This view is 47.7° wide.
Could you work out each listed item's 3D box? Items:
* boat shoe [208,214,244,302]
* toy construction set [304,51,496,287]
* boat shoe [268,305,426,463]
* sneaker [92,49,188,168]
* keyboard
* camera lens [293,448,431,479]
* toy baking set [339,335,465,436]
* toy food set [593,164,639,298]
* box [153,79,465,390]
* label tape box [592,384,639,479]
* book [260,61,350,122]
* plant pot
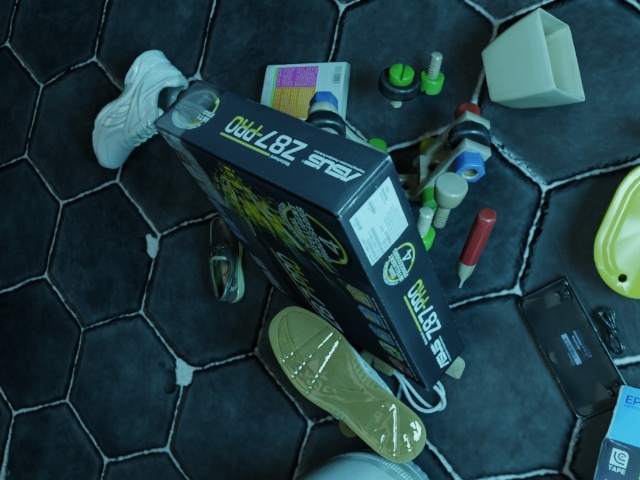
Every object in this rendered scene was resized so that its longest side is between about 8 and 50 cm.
[{"bbox_3d":[-0.161,0.029,1.214,0.056,0.049,0.152,-17,80,26],"label":"boat shoe"},{"bbox_3d":[0.112,-0.058,1.009,0.237,0.257,0.309,98,150,-51],"label":"toy construction set"},{"bbox_3d":[0.033,0.210,1.049,0.098,0.096,0.277,-44,78,-6],"label":"boat shoe"},{"bbox_3d":[-0.318,-0.216,1.287,0.115,0.090,0.232,38,105,20],"label":"sneaker"},{"bbox_3d":[0.351,0.136,0.962,0.108,0.023,0.180,-33,74,29],"label":"keyboard"},{"bbox_3d":[0.032,0.410,0.965,0.219,0.274,0.220,0,90,27],"label":"camera lens"},{"bbox_3d":[0.088,0.195,1.092,0.256,0.030,0.197,-40,77,27],"label":"toy baking set"},{"bbox_3d":[0.422,-0.036,0.914,0.128,0.071,0.218,23,101,2],"label":"toy food set"},{"bbox_3d":[0.000,0.000,0.919,0.318,0.395,0.097,31,72,37],"label":"box"},{"bbox_3d":[0.433,0.378,0.844,0.249,0.115,0.348,14,71,27],"label":"label tape box"},{"bbox_3d":[-0.026,-0.237,1.168,0.144,0.035,0.096,5,87,27],"label":"book"},{"bbox_3d":[0.280,-0.231,0.974,0.096,0.109,0.109,-16,80,38],"label":"plant pot"}]
